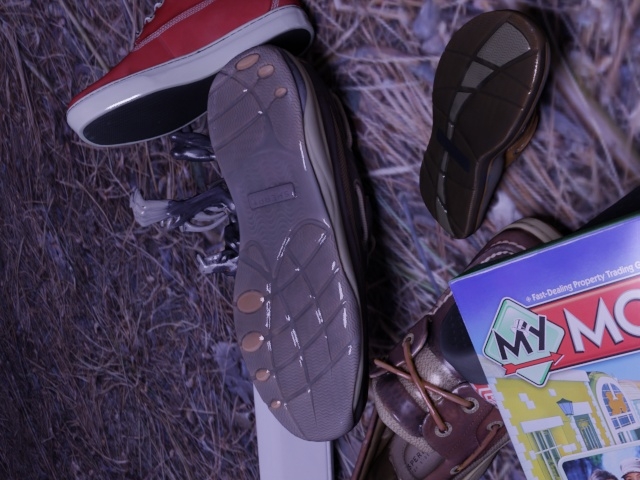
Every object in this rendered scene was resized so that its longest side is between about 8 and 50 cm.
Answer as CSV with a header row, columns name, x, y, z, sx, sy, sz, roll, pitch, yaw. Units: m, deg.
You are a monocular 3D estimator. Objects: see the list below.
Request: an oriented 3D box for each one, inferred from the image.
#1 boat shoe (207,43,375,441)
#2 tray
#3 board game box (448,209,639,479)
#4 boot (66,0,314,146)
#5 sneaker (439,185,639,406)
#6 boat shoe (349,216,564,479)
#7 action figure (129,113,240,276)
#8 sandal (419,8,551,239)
name,x,y,z,sx,sy,sz,roll,pitch,yaw
boat shoe,0.000,0.000,0.791,0.132,0.130,0.355,-6,92,36
tray,-0.024,0.248,1.024,0.145,0.030,0.270,22,122,46
board game box,0.237,0.069,0.416,0.317,0.046,0.213,-23,88,38
boot,-0.151,-0.208,0.832,0.176,0.244,0.088,61,178,16
sneaker,0.224,0.048,0.554,0.270,0.090,0.145,-31,120,27
boat shoe,0.103,0.128,0.714,0.123,0.123,0.342,51,139,26
action figure,-0.123,-0.052,0.916,0.164,0.141,0.275,88,160,-80
sandal,0.128,-0.083,0.649,0.090,0.060,0.219,55,157,32
